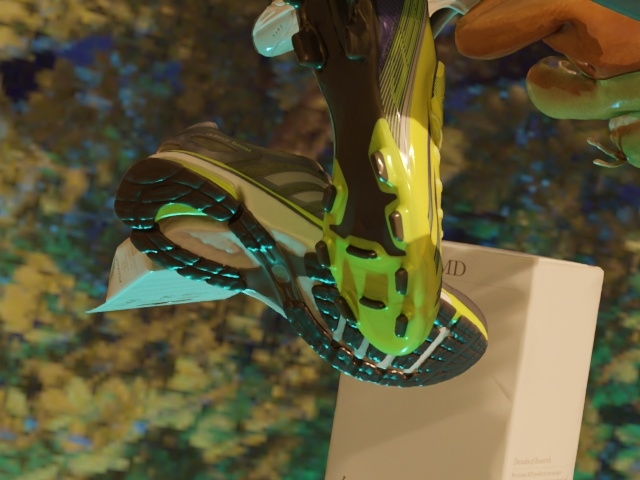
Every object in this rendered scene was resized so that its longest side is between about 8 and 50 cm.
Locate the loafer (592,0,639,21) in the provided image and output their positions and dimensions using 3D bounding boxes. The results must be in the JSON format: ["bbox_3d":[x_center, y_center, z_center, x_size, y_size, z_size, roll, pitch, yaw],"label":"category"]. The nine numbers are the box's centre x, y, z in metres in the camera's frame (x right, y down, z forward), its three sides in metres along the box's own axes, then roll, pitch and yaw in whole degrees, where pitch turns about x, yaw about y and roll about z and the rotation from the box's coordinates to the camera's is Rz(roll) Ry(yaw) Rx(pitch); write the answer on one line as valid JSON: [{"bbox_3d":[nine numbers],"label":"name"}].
[{"bbox_3d":[0.134,-0.223,0.968,0.130,0.366,0.134,-39,-131,53],"label":"loafer"}]

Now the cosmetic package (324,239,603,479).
[{"bbox_3d":[0.136,0.193,1.714,0.217,0.156,0.385,7,-89,36],"label":"cosmetic package"}]

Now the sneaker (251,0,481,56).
[{"bbox_3d":[0.055,-0.228,1.748,0.262,0.099,0.121,-22,-90,18],"label":"sneaker"}]

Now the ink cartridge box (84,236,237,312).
[{"bbox_3d":[-0.114,0.021,1.489,0.179,0.145,0.045,-25,-107,61],"label":"ink cartridge box"}]

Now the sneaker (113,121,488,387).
[{"bbox_3d":[0.000,0.000,1.279,0.111,0.300,0.121,-53,-171,38],"label":"sneaker"}]

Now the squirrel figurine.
[{"bbox_3d":[0.396,-0.194,1.709,0.397,0.370,0.281,-9,-138,34],"label":"squirrel figurine"}]

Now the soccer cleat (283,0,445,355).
[{"bbox_3d":[0.053,-0.067,1.143,0.093,0.121,0.289,2,-74,44],"label":"soccer cleat"}]
